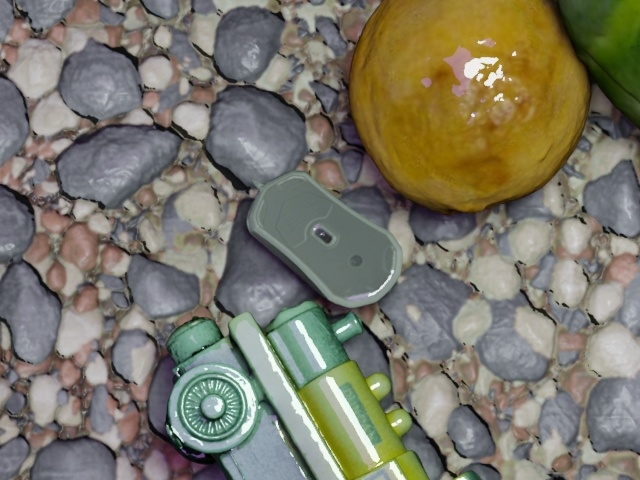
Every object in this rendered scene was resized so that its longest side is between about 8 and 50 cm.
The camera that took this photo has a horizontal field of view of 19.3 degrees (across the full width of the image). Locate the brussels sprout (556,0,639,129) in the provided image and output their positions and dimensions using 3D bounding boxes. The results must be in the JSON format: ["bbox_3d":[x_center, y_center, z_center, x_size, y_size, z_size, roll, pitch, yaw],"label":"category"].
[{"bbox_3d":[0.386,-0.224,1.650,0.371,0.315,0.276,-4,64,-28],"label":"brussels sprout"}]

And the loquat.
[{"bbox_3d":[0.139,-0.141,1.734,0.238,0.193,0.238,-2,84,16],"label":"loquat"}]

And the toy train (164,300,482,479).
[{"bbox_3d":[0.005,0.210,1.755,0.237,0.150,0.369,-30,81,-3],"label":"toy train"}]

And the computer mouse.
[{"bbox_3d":[0.000,0.000,1.812,0.182,0.056,0.089,38,76,19],"label":"computer mouse"}]
